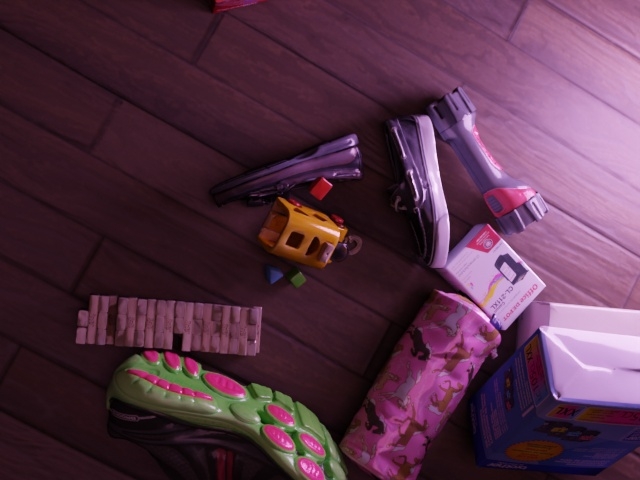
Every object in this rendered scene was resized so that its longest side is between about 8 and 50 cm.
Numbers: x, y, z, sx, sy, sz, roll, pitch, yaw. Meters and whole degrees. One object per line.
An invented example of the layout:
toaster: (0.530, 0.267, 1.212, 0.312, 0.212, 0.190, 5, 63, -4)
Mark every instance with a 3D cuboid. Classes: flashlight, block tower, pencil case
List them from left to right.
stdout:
block tower: (-0.272, 0.153, 1.799, 0.335, 0.097, 0.091, 5, 89, -13)
pencil case: (0.191, 0.285, 1.864, 0.167, 0.160, 0.386, 30, 82, 27)
flashlight: (0.327, -0.158, 1.931, 0.103, 0.103, 0.304, -32, 91, 9)

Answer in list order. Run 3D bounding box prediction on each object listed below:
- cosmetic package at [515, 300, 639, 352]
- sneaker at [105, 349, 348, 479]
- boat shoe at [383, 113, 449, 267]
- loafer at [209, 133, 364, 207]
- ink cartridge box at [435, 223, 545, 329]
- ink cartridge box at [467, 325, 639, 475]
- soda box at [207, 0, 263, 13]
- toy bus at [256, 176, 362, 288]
cosmetic package: (0.552, 0.196, 1.942, 0.296, 0.153, 0.129, 6, 87, -10)
sneaker: (-0.165, 0.369, 1.786, 0.483, 0.185, 0.202, 28, 119, -3)
boat shoe: (0.176, -0.092, 1.891, 0.102, 0.108, 0.301, -7, 88, -12)
loafer: (-0.055, -0.111, 1.845, 0.302, 0.109, 0.095, -22, 98, -14)
ink cartridge box: (0.335, 0.072, 1.937, 0.175, 0.072, 0.127, 45, 80, -7)
ink cartridge box: (0.453, 0.322, 1.841, 0.270, 0.395, 0.151, 7, 58, -14)
soda box: (-0.089, -0.506, 1.852, 0.263, 0.083, 0.092, -16, 92, -11)
toy bus: (-0.012, 0.001, 1.813, 0.202, 0.104, 0.191, -25, 122, -11)
